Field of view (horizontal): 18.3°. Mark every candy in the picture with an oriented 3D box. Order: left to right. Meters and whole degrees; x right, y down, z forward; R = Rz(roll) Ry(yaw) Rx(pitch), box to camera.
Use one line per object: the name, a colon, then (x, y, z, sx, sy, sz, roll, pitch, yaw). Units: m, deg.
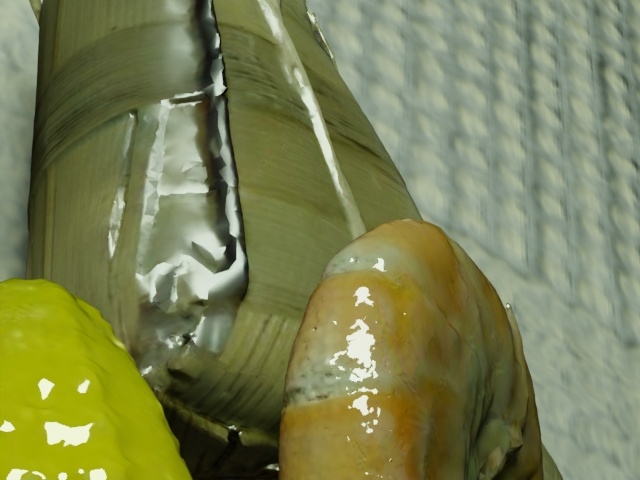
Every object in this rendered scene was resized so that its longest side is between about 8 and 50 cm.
candy: (-0.061, 0.093, 0.451, 0.106, 0.094, 0.198, 28, 42, -41)

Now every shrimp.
shrimp: (0.027, 0.110, 0.521, 0.133, 0.053, 0.236, 39, 49, -63)

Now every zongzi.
zongzi: (0.000, 0.000, 0.623, 0.197, 0.099, 0.194, 19, 51, -34)
